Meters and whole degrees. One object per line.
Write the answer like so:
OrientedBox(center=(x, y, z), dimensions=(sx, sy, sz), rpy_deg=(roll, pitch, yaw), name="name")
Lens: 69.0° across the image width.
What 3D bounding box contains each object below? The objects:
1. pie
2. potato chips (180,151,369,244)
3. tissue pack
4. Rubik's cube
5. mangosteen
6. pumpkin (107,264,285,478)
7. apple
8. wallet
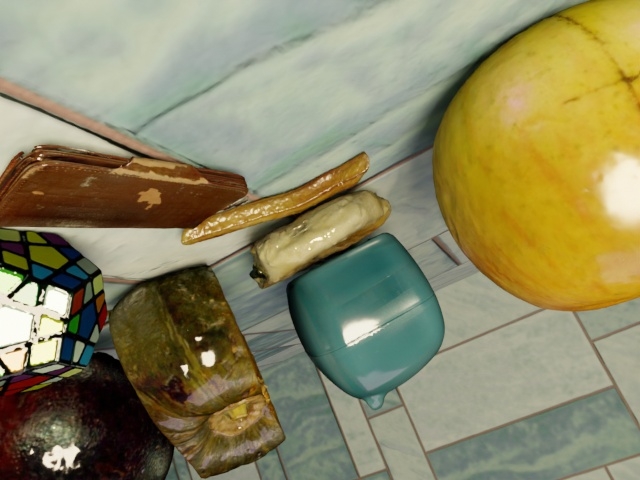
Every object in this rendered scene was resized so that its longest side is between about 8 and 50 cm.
OrientedBox(center=(-0.002, -0.003, 0.559), dimensions=(0.184, 0.052, 0.218), rpy_deg=(-29, 174, -12), name="pie")
OrientedBox(center=(-0.044, -0.038, 0.474), dimensions=(0.203, 0.026, 0.037), rpy_deg=(-21, 162, -3), name="potato chips")
OrientedBox(center=(0.062, 0.117, 0.703), dimensions=(0.198, 0.206, 0.287), rpy_deg=(-28, 178, -9), name="tissue pack")
OrientedBox(center=(-0.233, 0.055, 0.357), dimensions=(0.111, 0.133, 0.133), rpy_deg=(5, 161, -3), name="Rubik's cube")
OrientedBox(center=(-0.345, 0.289, 0.610), dimensions=(0.300, 0.301, 0.300), rpy_deg=(-21, 164, -6), name="mangosteen")
OrientedBox(center=(-0.156, 0.166, 0.622), dimensions=(0.139, 0.222, 0.317), rpy_deg=(-29, 137, -13), name="pumpkin")
OrientedBox(center=(0.243, -0.064, 0.407), dimensions=(0.285, 0.233, 0.286), rpy_deg=(-20, 164, -6), name="apple")
OrientedBox(center=(-0.142, -0.034, 0.353), dimensions=(0.095, 0.026, 0.176), rpy_deg=(-27, 164, 34), name="wallet")
